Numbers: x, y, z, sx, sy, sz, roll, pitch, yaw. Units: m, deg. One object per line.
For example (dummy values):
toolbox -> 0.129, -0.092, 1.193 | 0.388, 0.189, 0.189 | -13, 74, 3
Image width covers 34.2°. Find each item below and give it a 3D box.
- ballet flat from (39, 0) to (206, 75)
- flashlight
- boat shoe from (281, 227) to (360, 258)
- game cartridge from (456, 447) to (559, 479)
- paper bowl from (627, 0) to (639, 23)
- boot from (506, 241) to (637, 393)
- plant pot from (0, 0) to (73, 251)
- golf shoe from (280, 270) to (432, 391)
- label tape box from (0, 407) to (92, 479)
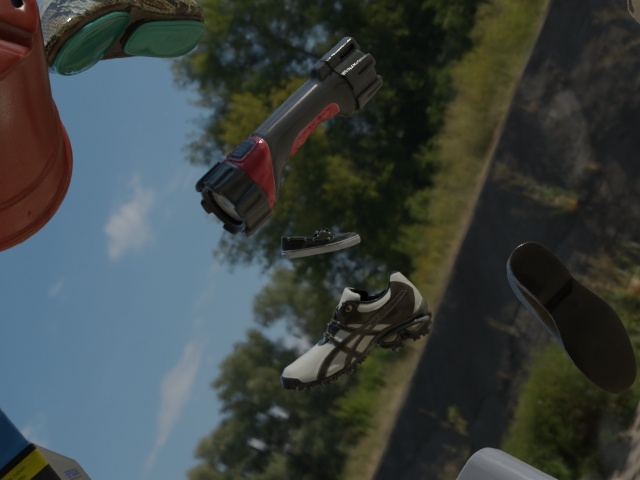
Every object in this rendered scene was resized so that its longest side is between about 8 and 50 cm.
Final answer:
ballet flat -> -0.379, -0.394, 1.822 | 0.164, 0.182, 0.483 | -47, -7, 26
flashlight -> -0.034, -0.138, 1.415 | 0.304, 0.103, 0.103 | -45, -4, -23
boat shoe -> 0.000, 0.000, 1.812 | 0.049, 0.142, 0.040 | -156, 55, -76
game cartridge -> 0.210, 0.413, 1.252 | 0.060, 0.196, 0.294 | 13, -85, -37
paper bowl -> 0.403, -0.222, 0.871 | 0.284, 0.284, 0.148 | 47, -134, -79
boot -> 0.440, 0.139, 1.836 | 0.112, 0.305, 0.115 | -35, -11, -11
plant pot -> -0.402, -0.159, 1.116 | 0.272, 0.272, 0.265 | -61, -3, -32
golf shoe -> 0.031, 0.106, 1.234 | 0.198, 0.094, 0.077 | -28, 7, 1
label tape box -> -0.386, 0.409, 1.352 | 0.240, 0.334, 0.106 | -41, -7, 1
